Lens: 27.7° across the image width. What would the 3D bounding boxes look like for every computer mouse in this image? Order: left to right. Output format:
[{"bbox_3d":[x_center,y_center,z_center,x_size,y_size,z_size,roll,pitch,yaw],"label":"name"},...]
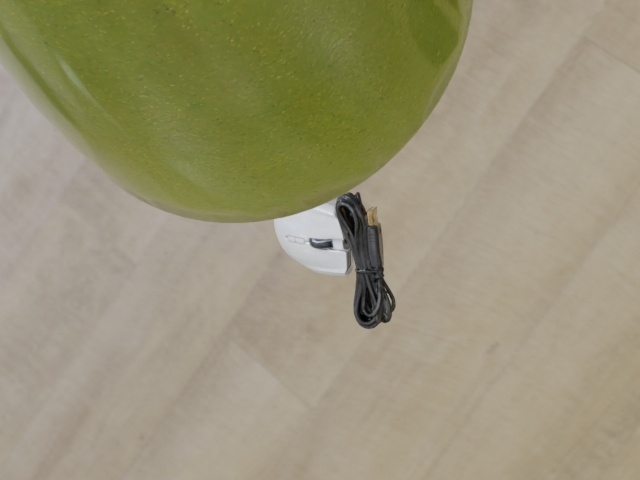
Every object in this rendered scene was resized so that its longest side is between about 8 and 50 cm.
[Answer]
[{"bbox_3d":[0.000,0.000,1.072,0.193,0.042,0.106,27,132,64],"label":"computer mouse"}]

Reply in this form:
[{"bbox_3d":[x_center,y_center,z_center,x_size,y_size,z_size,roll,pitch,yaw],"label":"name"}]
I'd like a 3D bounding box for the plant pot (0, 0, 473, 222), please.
[{"bbox_3d":[-0.084,-0.169,0.644,0.275,0.293,0.274,-3,79,16],"label":"plant pot"}]
